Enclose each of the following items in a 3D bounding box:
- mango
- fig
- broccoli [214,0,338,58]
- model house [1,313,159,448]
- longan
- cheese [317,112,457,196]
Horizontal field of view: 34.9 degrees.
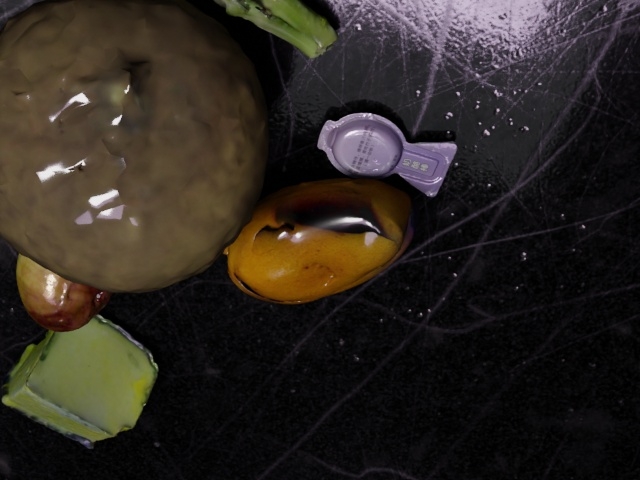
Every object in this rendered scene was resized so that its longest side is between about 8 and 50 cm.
[{"bbox_3d":[0.000,0.000,1.457,0.287,0.152,0.201,-11,133,15],"label":"mango"},{"bbox_3d":[-0.414,0.028,1.531,0.231,0.143,0.160,41,86,-10],"label":"fig"},{"bbox_3d":[-0.099,-0.333,1.293,0.304,0.165,0.145,35,89,-30],"label":"broccoli"},{"bbox_3d":[-0.401,0.234,1.676,0.194,0.170,0.211,31,147,-21],"label":"model house"},{"bbox_3d":[-0.258,-0.122,1.286,0.391,0.391,0.391,2,121,4],"label":"longan"},{"bbox_3d":[0.090,-0.124,1.444,0.191,0.042,0.105,18,122,-7],"label":"cheese"}]
